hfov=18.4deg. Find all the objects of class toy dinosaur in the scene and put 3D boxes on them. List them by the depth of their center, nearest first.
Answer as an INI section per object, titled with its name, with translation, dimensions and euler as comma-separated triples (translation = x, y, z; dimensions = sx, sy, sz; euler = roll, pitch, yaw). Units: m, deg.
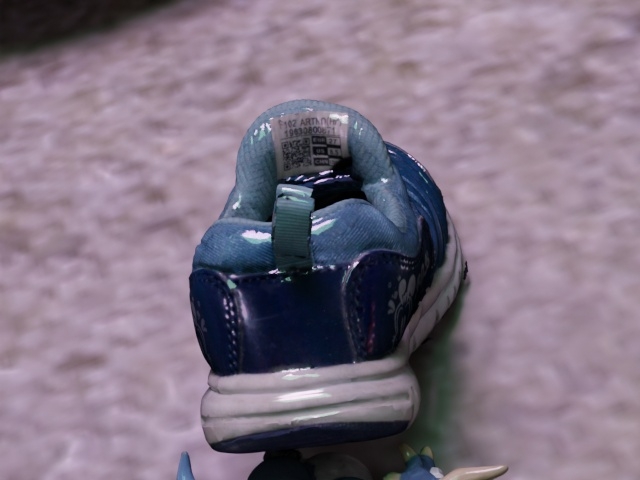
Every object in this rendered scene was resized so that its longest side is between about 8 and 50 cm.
[toy dinosaur]
translation = 0.003, 0.067, 0.459
dimensions = 0.083, 0.031, 0.047
euler = -1, 42, 18

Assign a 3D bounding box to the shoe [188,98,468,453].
[shoe]
translation = 0.000, 0.000, 0.495
dimensions = 0.063, 0.071, 0.143
euler = -4, 19, 11
